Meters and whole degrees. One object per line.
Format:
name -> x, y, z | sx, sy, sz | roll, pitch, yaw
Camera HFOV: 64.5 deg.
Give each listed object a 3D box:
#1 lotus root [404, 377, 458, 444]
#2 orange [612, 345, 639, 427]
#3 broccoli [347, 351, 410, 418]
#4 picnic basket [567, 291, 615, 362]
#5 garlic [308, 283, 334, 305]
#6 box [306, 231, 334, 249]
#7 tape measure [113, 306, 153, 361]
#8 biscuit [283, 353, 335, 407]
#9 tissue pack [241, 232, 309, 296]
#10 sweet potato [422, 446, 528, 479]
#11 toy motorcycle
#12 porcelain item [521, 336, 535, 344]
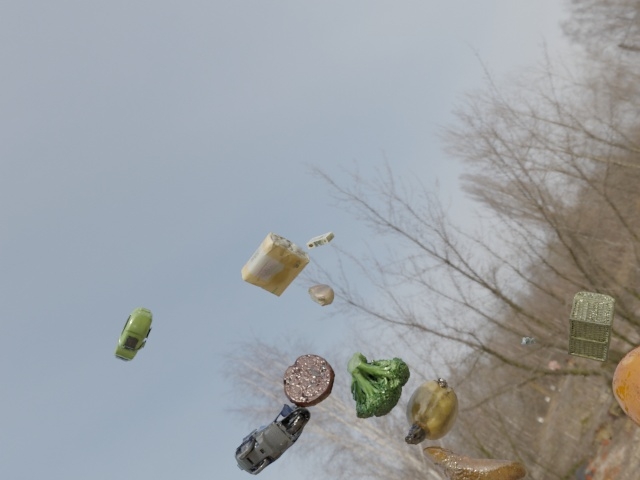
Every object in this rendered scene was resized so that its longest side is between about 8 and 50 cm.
lotus root -> 0.406, 0.652, 1.893 | 0.310, 0.182, 0.183 | -37, -38, -51
orange -> 0.803, 0.344, 1.155 | 0.240, 0.239, 0.240 | -38, -38, -37
broccoli -> 0.197, 0.510, 1.826 | 0.261, 0.241, 0.269 | -48, 18, 11
picnic basket -> 0.952, 0.298, 1.780 | 0.154, 0.134, 0.196 | -56, -41, -39
garlic -> 0.014, 0.253, 2.338 | 0.101, 0.195, 0.087 | -9, -77, -15
box -> 0.000, 0.000, 1.693 | 0.054, 0.083, 0.024 | -39, -73, -56
tape measure -> -0.619, 0.302, 1.704 | 0.154, 0.087, 0.178 | -43, 29, 52
biscuit -> -0.039, 0.477, 1.733 | 0.192, 0.192, 0.049 | -49, -39, -24
tissue pack -> -0.173, 0.094, 1.941 | 0.186, 0.090, 0.222 | 30, -61, -24
sweet potato -> 0.473, 0.731, 1.617 | 0.114, 0.341, 0.092 | -33, -65, -54
toy motorcycle -> -0.163, 0.687, 1.813 | 0.358, 0.125, 0.212 | -42, 2, 15
porcelain item -> 0.881, 0.428, 2.150 | 0.083, 0.028, 0.036 | 6, -73, -39
